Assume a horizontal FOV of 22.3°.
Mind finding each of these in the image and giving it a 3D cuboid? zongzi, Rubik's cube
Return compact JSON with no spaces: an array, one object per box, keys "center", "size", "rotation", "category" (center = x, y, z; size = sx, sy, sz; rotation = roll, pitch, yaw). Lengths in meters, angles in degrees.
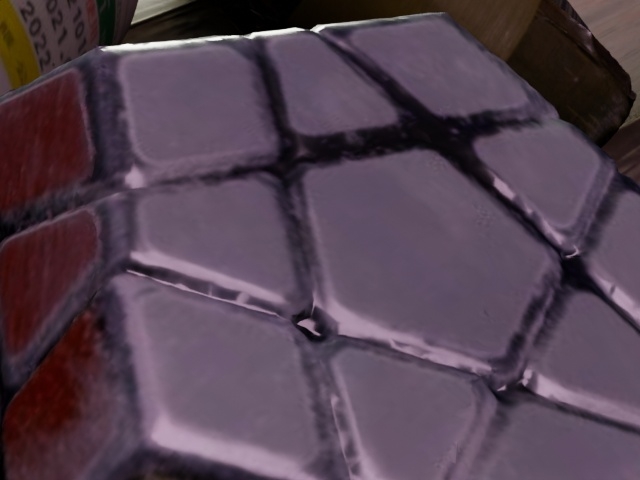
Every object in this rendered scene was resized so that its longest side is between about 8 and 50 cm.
[{"center":[0.034,-0.155,1.072],"size":[0.289,0.154,0.317],"rotation":[42,-2,-17],"category":"zongzi"},{"center":[-0.019,0.084,0.493],"size":[0.319,0.319,0.264],"rotation":[-14,84,-41],"category":"Rubik's cube"}]

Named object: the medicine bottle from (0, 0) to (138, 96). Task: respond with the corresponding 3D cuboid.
[{"center":[-0.203,-0.135,0.820],"size":[0.208,0.208,0.340],"rotation":[24,37,-3],"category":"medicine bottle"}]
